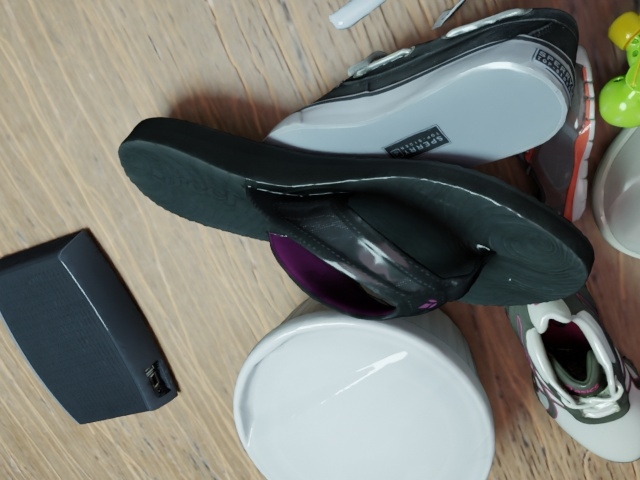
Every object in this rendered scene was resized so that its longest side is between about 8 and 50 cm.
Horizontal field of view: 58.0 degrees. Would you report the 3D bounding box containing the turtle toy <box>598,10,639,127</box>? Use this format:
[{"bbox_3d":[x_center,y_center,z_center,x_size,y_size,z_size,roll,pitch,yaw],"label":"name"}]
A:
[{"bbox_3d":[0.269,-0.141,0.439,0.130,0.066,0.095,-46,70,28],"label":"turtle toy"}]

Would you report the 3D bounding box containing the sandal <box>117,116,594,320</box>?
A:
[{"bbox_3d":[-0.001,0.001,0.523,0.445,0.107,0.167,14,150,22],"label":"sandal"}]

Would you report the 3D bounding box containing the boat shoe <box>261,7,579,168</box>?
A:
[{"bbox_3d":[0.067,-0.115,0.505,0.113,0.105,0.306,42,145,-25],"label":"boat shoe"}]

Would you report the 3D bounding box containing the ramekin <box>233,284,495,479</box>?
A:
[{"bbox_3d":[0.051,0.169,0.634,0.272,0.127,0.273,6,117,11],"label":"ramekin"}]

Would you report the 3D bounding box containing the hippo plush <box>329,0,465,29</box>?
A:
[{"bbox_3d":[0.157,-0.304,0.374,0.294,0.234,0.237,-2,100,60],"label":"hippo plush"}]

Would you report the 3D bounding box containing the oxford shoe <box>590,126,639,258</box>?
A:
[{"bbox_3d":[0.417,-0.113,0.410,0.449,0.130,0.169,-29,106,26],"label":"oxford shoe"}]

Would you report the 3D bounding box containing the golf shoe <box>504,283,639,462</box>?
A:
[{"bbox_3d":[0.256,0.139,0.574,0.105,0.120,0.273,-28,107,22],"label":"golf shoe"}]

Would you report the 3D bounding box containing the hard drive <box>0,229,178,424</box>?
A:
[{"bbox_3d":[-0.310,0.125,0.743,0.172,0.054,0.255,-16,110,20],"label":"hard drive"}]

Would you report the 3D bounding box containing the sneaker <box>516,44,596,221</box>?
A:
[{"bbox_3d":[0.206,-0.090,0.513,0.065,0.061,0.158,4,114,22],"label":"sneaker"}]
